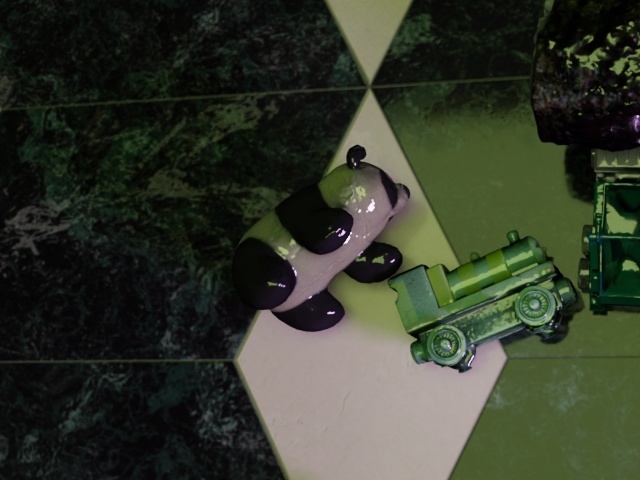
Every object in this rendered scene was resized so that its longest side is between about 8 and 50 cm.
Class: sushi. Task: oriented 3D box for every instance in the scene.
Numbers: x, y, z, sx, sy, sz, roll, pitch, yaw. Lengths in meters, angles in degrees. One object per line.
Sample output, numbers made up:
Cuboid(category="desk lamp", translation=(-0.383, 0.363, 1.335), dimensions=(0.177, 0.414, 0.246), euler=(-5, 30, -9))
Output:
Cuboid(category="sushi", translation=(0.332, -0.244, 1.505), dimensions=(0.171, 0.211, 0.350), euler=(7, 49, 17))

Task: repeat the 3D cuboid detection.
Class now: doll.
Cuboid(category="doll", translation=(-0.002, 0.000, 1.623), dimensions=(0.234, 0.143, 0.135), euler=(-39, 52, 13))

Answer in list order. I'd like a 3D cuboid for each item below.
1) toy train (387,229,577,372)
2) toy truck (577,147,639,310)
Cuboid(category="toy train", translation=(0.185, 0.067, 1.590), dimensions=(0.200, 0.083, 0.132), euler=(-24, 72, 10))
Cuboid(category="toy truck", translation=(0.341, -0.031, 1.542), dimensions=(0.110, 0.116, 0.216), euler=(3, 82, 17))
